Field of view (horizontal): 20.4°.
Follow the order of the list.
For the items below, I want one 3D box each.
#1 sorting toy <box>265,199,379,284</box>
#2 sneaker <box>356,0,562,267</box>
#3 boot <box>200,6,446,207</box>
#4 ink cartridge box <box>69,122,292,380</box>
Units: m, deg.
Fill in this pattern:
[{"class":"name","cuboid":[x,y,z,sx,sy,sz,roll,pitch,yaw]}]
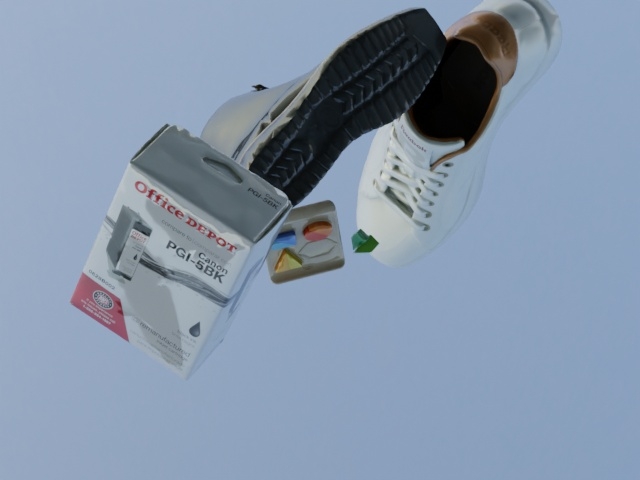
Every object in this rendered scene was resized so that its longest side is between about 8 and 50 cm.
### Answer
[{"class":"sorting toy","cuboid":[0.000,0.000,1.286,0.083,0.062,0.012,-14,-141,-4]},{"class":"sneaker","cuboid":[0.082,-0.080,1.457,0.106,0.290,0.123,40,-140,16]},{"class":"boot","cuboid":[-0.009,-0.118,1.387,0.198,0.077,0.137,-40,-151,-9]},{"class":"ink cartridge box","cuboid":[-0.092,0.008,1.147,0.099,0.135,0.056,33,-141,6]}]
